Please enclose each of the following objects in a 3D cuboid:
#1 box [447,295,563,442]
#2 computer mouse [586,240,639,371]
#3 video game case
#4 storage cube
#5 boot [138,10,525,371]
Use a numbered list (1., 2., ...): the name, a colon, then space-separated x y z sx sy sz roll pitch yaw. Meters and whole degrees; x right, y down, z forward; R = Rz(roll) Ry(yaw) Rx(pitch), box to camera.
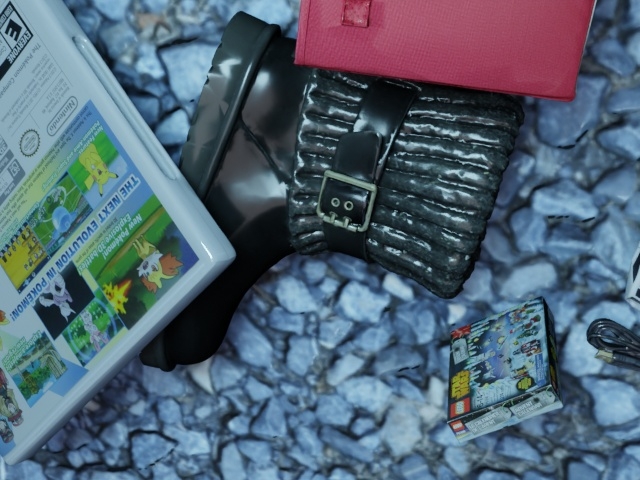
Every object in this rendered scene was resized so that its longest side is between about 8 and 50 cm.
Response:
1. box: 0.157 0.109 0.954 0.094 0.137 0.027 -25 113 19
2. computer mouse: 0.301 0.033 0.948 0.106 0.042 0.193 16 122 8
3. video game case: -0.254 -0.011 0.947 0.329 0.036 0.300 -43 76 31
4. storage cube: 0.093 -0.219 0.777 0.193 0.215 0.184 8 115 0
5. boot: 0.000 0.001 0.937 0.260 0.131 0.348 21 116 0
